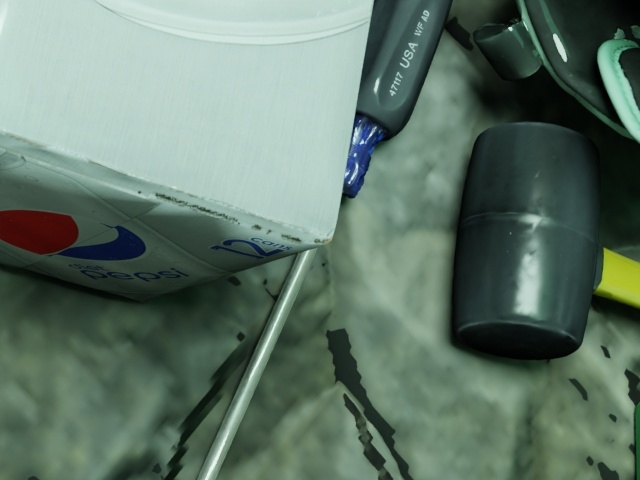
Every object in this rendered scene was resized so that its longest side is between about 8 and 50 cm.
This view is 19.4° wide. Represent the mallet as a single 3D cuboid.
[{"bbox_3d":[0.117,0.012,0.555,0.189,0.039,0.062,11,72,-33],"label":"mallet"}]

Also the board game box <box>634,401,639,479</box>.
[{"bbox_3d":[0.189,0.211,0.547,0.213,0.046,0.317,10,75,-30],"label":"board game box"}]

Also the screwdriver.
[{"bbox_3d":[0.000,0.000,0.496,0.025,0.024,0.170,39,66,-51],"label":"screwdriver"}]

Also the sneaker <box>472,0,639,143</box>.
[{"bbox_3d":[0.146,-0.022,0.524,0.256,0.094,0.151,50,43,-3],"label":"sneaker"}]

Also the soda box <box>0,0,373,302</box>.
[{"bbox_3d":[-0.034,-0.136,0.454,0.091,0.098,0.286,18,72,-26],"label":"soda box"}]
